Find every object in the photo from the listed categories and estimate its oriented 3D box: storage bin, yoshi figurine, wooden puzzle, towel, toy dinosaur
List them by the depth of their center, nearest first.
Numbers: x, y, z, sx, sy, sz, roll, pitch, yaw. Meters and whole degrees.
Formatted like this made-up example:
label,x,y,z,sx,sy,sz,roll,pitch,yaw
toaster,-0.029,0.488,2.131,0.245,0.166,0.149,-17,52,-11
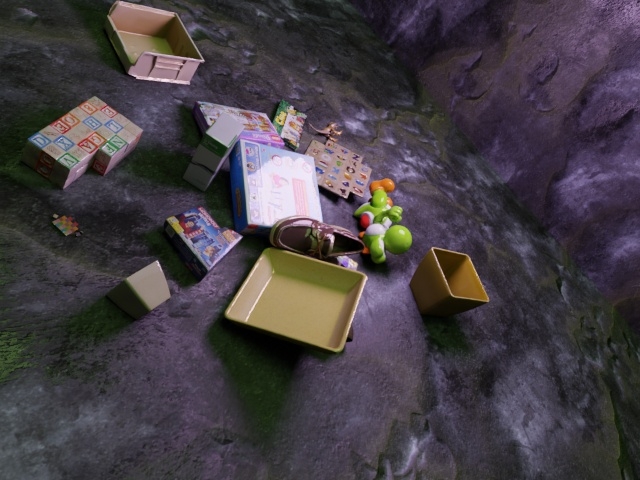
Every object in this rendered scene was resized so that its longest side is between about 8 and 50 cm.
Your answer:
label,x,y,z,sx,sy,sz,roll,pitch,yaw
wooden puzzle,-0.646,-0.038,1.344,0.083,0.006,0.049,44,38,0
towel,0.097,0.080,1.893,0.083,0.009,0.060,37,39,-9
storage bin,-0.608,-0.714,1.914,0.260,0.123,0.262,-9,62,-46
yoshi figurine,0.266,-0.064,2.036,0.203,0.203,0.362,31,42,-26
toy dinosaur,0.028,-0.476,2.323,0.112,0.064,0.211,31,26,13

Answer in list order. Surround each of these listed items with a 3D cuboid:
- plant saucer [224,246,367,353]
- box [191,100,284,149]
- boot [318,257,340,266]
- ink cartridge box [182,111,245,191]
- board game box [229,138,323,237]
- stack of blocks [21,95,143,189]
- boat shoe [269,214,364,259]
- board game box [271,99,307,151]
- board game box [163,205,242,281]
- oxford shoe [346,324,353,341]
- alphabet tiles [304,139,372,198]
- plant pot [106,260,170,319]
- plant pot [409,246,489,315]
label,x,y,z,sx,sy,sz,roll,pitch,yaw
plant saucer,-0.062,0.181,1.522,0.332,0.081,0.333,16,38,9
box,-0.298,-0.407,1.920,0.293,0.057,0.201,2,43,-37
boot,0.033,0.060,1.836,0.087,0.042,0.119,33,40,-23
ink cartridge box,-0.341,-0.280,1.679,0.086,0.208,0.153,32,38,-10
board game box,-0.147,-0.160,1.779,0.301,0.086,0.309,8,65,-37
stack of blocks,-0.658,-0.269,1.482,0.171,0.087,0.297,36,38,-10
boat shoe,0.000,0.000,1.702,0.341,0.124,0.123,11,10,-39
board game box,-0.134,-0.483,2.197,0.136,0.030,0.260,28,40,-16
board game box,-0.333,-0.002,1.547,0.194,0.060,0.194,50,37,8
oxford shoe,0.015,0.284,1.576,0.227,0.082,0.096,1,65,-37
alphabet tiles,0.067,-0.299,2.173,0.285,0.011,0.343,26,39,-3
plant pot,-0.438,0.129,1.302,0.096,0.109,0.109,56,38,-5
plant pot,0.462,0.176,1.984,0.212,0.187,0.212,11,49,-35
